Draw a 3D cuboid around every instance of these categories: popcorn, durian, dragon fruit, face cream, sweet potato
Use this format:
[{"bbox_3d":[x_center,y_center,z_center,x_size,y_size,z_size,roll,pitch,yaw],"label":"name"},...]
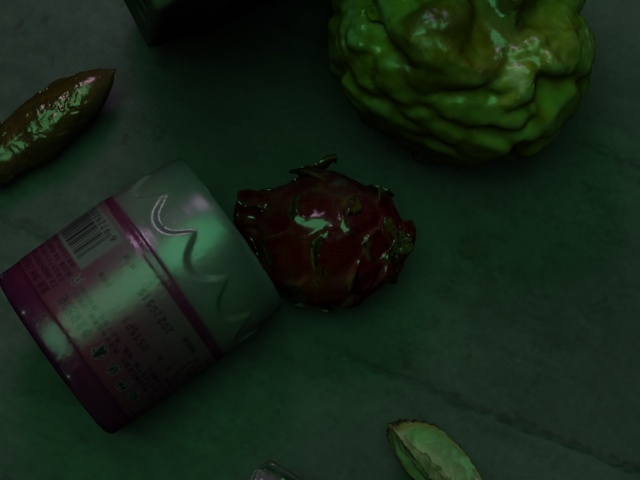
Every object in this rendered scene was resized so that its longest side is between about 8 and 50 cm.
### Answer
[{"bbox_3d":[0.128,-0.184,1.476,0.249,0.249,0.225,25,68,9],"label":"popcorn"},{"bbox_3d":[0.111,0.200,1.449,0.130,0.066,0.052,44,81,4],"label":"durian"},{"bbox_3d":[0.000,0.000,1.483,0.166,0.133,0.136,12,35,0],"label":"dragon fruit"},{"bbox_3d":[-0.156,0.047,1.446,0.195,0.175,0.175,-35,76,-5],"label":"face cream"},{"bbox_3d":[-0.276,-0.100,1.558,0.206,0.060,0.068,-37,38,-6],"label":"sweet potato"}]

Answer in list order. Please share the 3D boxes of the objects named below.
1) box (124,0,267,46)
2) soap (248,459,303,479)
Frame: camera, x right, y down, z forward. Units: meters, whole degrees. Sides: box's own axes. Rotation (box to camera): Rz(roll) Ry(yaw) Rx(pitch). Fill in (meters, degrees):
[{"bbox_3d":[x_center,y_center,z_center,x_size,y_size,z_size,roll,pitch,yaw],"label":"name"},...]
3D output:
[{"bbox_3d":[-0.001,-0.291,1.435,0.367,0.373,0.090,-31,95,-5],"label":"box"},{"bbox_3d":[0.011,0.320,1.365,0.259,0.081,0.181,25,75,32],"label":"soap"}]
